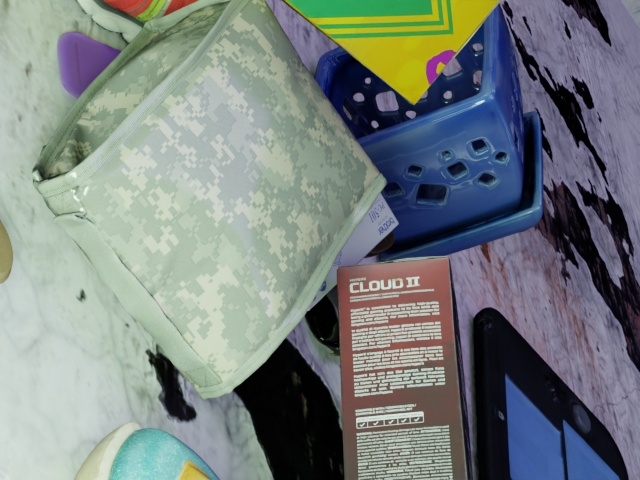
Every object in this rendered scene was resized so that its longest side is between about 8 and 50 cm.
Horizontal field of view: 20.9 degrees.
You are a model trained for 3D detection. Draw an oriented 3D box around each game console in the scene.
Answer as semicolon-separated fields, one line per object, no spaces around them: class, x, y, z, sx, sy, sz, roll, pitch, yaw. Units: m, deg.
game console;0.295;0.309;2.147;0.342;0.060;0.386;51;26;-32

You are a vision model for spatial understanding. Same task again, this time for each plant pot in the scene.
plant pot;0.134;-0.113;2.011;0.212;0.236;0.236;59;22;-33

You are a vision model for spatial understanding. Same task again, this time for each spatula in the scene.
spatula;-0.143;-0.109;1.642;0.296;0.030;0.084;37;34;-49

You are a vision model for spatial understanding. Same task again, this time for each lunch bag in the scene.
lunch bag;-0.105;-0.036;1.461;0.235;0.169;0.287;55;42;-21

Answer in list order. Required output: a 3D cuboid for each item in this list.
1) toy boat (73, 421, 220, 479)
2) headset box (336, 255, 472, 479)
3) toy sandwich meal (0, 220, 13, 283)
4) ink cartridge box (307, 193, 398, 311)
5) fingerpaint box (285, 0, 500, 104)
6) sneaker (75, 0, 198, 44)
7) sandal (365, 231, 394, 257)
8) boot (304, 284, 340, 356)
toy boat;-0.061;0.253;1.304;0.318;0.148;0.267;2;65;-65
headset box;0.081;0.171;1.595;0.218;0.110;0.293;78;8;-56
toy sandwich meal;-0.260;0.003;1.281;0.085;0.029;0.085;51;22;-30
ink cartridge box;-0.012;0.023;1.658;0.046;0.097;0.207;59;35;-8
fingerpaint box;-0.082;-0.364;1.609;0.445;0.163;0.371;43;6;38
sneaker;-0.151;-0.249;1.651;0.279;0.118;0.107;40;33;-46
sandal;0.000;0.000;1.823;0.219;0.060;0.090;-32;92;-53
boot;0.055;0.125;1.805;0.198;0.077;0.137;55;26;11
